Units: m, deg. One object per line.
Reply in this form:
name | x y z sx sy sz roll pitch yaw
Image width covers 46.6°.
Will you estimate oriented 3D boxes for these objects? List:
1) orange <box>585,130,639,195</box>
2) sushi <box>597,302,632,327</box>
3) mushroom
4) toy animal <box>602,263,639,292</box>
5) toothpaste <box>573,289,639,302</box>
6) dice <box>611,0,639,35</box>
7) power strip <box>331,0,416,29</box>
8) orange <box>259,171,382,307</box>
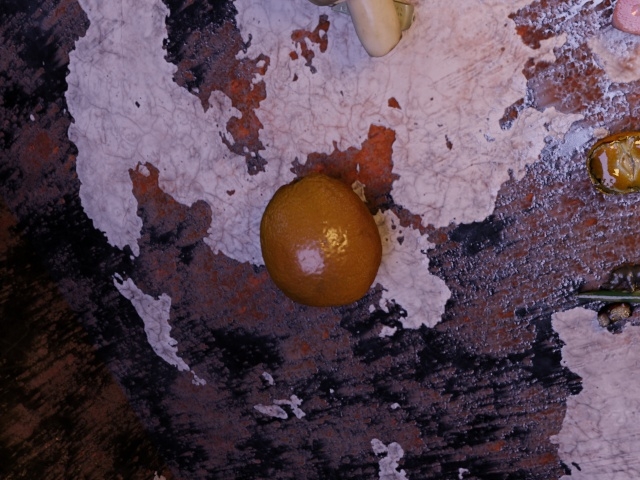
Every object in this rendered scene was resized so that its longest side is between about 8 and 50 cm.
orange | 0.655 -0.169 1.595 0.170 0.112 0.160 33 118 -14
sushi | 0.703 0.174 1.784 0.083 0.044 0.046 -34 71 37
mushroom | 0.098 -0.584 1.649 0.314 0.314 0.336 -7 124 34
toy animal | 0.719 0.086 1.720 0.136 0.047 0.065 -16 98 38
toothpaste | 0.705 0.131 1.754 0.204 0.049 0.031 -1 92 30
dice | 0.636 -0.461 1.476 0.094 0.091 0.093 23 123 22
power strip | 0.111 -0.567 1.797 0.253 0.027 0.060 22 122 21
orange | 0.000 0.000 1.970 0.322 0.322 0.357 -13 95 36
